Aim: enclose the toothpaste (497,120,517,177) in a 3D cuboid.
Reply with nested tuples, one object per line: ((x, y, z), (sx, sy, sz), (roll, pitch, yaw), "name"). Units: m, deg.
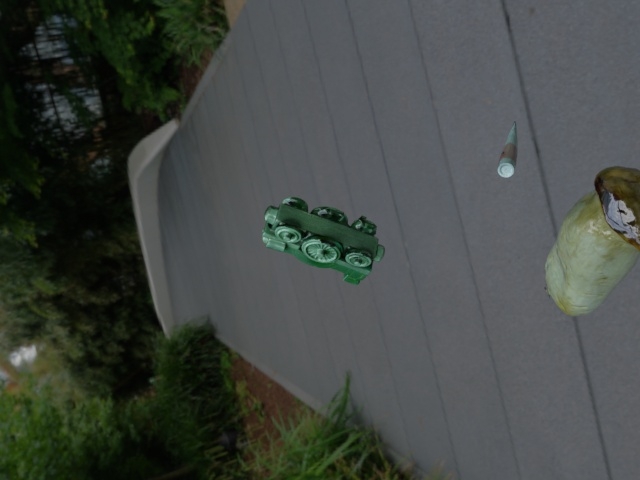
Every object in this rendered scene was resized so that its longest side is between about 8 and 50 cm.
((0.417, -0.199, 1.327), (0.205, 0.036, 0.056), (-57, -28, -52), "toothpaste")

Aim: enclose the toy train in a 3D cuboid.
((0.000, 0.000, 0.859), (0.104, 0.178, 0.071), (126, 161, -58), "toy train")

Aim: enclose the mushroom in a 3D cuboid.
((0.327, 0.015, 0.727), (0.312, 0.081, 0.100), (68, -171, -67), "mushroom")
